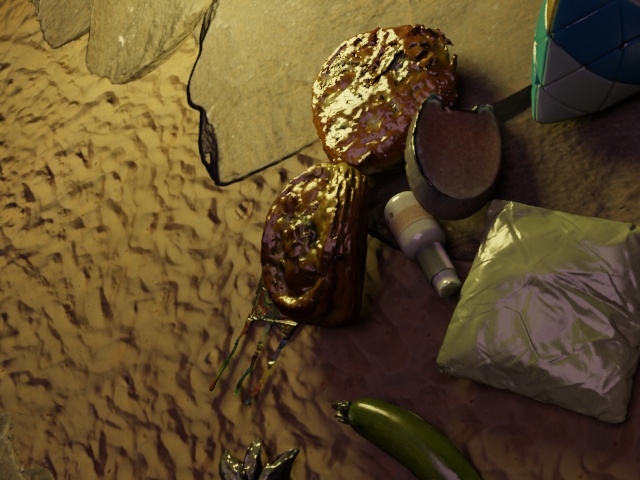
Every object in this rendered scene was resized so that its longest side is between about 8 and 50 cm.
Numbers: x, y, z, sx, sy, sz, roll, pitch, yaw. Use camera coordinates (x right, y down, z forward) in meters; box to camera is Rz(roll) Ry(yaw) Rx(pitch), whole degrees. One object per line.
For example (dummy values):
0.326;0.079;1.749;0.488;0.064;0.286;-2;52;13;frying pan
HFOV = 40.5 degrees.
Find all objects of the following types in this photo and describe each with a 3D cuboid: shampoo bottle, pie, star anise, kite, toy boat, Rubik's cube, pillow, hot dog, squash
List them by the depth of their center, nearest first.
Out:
0.319;0.083;1.204;0.274;0.076;0.281;12;73;35;pillow
0.139;0.295;1.212;0.318;0.071;0.080;34;128;37;squash
0.368;-0.289;1.282;0.254;0.254;0.255;-15;58;26;Rubik's cube
-0.093;0.386;1.316;0.180;0.061;0.205;-28;53;17;star anise
0.164;0.009;1.347;0.074;0.074;0.192;-36;53;12;shampoo bottle
0.207;-0.125;1.373;0.155;0.085;0.227;11;57;-4;toy boat
0.000;0.000;1.395;0.196;0.122;0.272;-3;78;42;hot dog
-0.089;0.145;1.478;0.152;0.015;0.285;18;74;41;kite
0.104;-0.254;1.518;0.308;0.085;0.308;-15;59;27;pie
